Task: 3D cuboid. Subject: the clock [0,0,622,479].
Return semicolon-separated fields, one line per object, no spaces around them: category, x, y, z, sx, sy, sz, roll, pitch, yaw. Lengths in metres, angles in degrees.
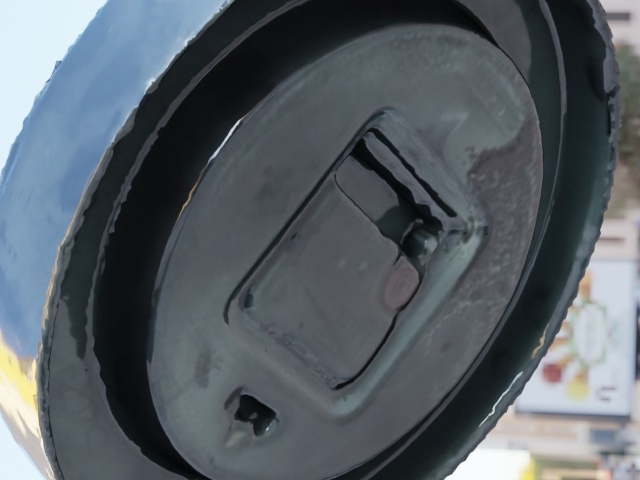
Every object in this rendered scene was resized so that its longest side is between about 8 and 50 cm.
clock;0.000;0.000;0.501;0.215;0.042;0.215;-25;-50;-33
